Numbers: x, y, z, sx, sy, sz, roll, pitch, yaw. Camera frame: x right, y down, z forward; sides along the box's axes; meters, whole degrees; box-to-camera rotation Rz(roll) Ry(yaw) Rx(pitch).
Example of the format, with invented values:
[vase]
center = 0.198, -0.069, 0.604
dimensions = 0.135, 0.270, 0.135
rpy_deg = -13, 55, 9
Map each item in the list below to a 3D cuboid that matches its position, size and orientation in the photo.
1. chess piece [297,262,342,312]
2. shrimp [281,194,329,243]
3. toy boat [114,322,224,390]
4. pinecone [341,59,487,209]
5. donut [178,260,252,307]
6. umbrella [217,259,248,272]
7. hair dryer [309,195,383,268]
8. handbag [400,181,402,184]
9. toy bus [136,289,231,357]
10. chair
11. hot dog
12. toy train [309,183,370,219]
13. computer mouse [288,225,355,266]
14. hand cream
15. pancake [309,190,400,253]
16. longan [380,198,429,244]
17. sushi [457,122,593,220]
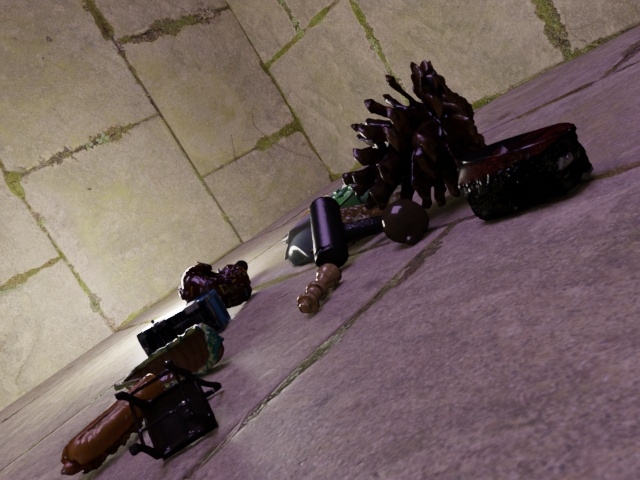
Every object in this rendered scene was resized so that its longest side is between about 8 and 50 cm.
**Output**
[chess piece]
center = -0.006, 0.109, 1.227
dimensions = 0.060, 0.060, 0.172
rpy_deg = -27, 12, 29
[shrimp]
center = -0.049, -0.065, 2.335
dimensions = 0.317, 0.062, 0.164
rpy_deg = -41, 26, 24
[toy boat]
center = -0.327, 0.274, 1.258
dimensions = 0.293, 0.108, 0.099
rpy_deg = -29, -19, 22
[pinecone]
center = 0.213, -0.226, 1.378
dimensions = 0.384, 0.384, 0.384
rpy_deg = -31, 8, 5
[donut]
center = -0.330, 0.134, 1.753
dimensions = 0.230, 0.096, 0.216
rpy_deg = 10, 17, 9
[umbrella]
center = -0.351, 0.163, 2.041
dimensions = 0.326, 0.094, 0.090
rpy_deg = -47, -27, -55
[hair dryer]
center = 0.099, -0.034, 1.462
dimensions = 0.251, 0.089, 0.197
rpy_deg = -10, 47, 1
[handbag]
center = 0.323, -0.316, 2.124
dimensions = 0.229, 0.127, 0.207
rpy_deg = -22, 42, 37
[toy bus]
center = -0.383, 0.244, 1.588
dimensions = 0.234, 0.116, 0.133
rpy_deg = -28, 8, 9
[chair]
center = -0.223, 0.285, 0.924
dimensions = 0.106, 0.113, 0.229
rpy_deg = -31, -29, 0
[hot dog]
center = -0.394, 0.359, 1.079
dimensions = 0.102, 0.076, 0.249
rpy_deg = -41, 1, 42
[toy train]
center = 0.084, -0.098, 1.881
dimensions = 0.188, 0.132, 0.243
rpy_deg = -44, 12, -24
[computer mouse]
center = 0.000, 0.000, 1.730
dimensions = 0.167, 0.090, 0.379
rpy_deg = -37, 13, -25
[hand cream]
center = 0.002, -0.074, 2.052
dimensions = 0.359, 0.118, 0.185
rpy_deg = -37, -20, -30
[pancake]
center = 0.108, -0.056, 1.624
dimensions = 0.377, 0.054, 0.197
rpy_deg = -26, 30, -29
[longan]
center = 0.192, -0.038, 1.262
dimensions = 0.106, 0.106, 0.119
rpy_deg = -30, 48, 10
[sushi]
center = 0.365, -0.121, 1.023
dimensions = 0.225, 0.126, 0.136
rpy_deg = -14, 17, 46
